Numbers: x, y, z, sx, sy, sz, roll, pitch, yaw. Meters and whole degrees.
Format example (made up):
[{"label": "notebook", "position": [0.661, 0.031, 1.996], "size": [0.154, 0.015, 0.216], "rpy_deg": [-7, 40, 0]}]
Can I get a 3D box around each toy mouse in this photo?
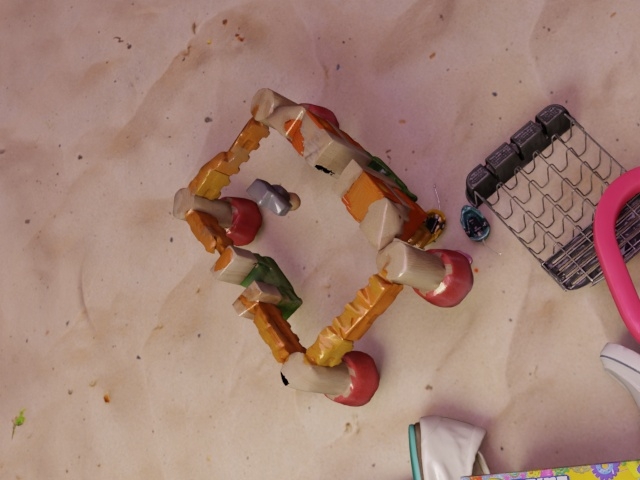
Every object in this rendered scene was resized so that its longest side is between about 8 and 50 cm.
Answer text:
[{"label": "toy mouse", "position": [0.219, 0.004, 1.403], "size": [0.143, 0.031, 0.161], "rpy_deg": [16, 79, 27]}]

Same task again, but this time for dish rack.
[{"label": "dish rack", "position": [0.364, -0.061, 1.346], "size": [0.208, 0.074, 0.271], "rpy_deg": [-42, 63, 6]}]

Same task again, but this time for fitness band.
[{"label": "fitness band", "position": [0.485, 0.025, 1.199], "size": [0.209, 0.054, 0.290], "rpy_deg": [-18, 64, 11]}]

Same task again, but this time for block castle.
[{"label": "block castle", "position": [0.000, 0.000, 1.398], "size": [0.303, 0.213, 0.453], "rpy_deg": [-50, 54, 16]}]

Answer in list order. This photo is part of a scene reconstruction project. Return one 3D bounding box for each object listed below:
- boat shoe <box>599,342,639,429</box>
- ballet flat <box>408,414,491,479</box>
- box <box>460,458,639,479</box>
[{"label": "boat shoe", "position": [0.464, 0.237, 1.183], "size": [0.258, 0.095, 0.084], "rpy_deg": [40, 86, 30]}, {"label": "ballet flat", "position": [0.194, 0.436, 1.220], "size": [0.139, 0.139, 0.400], "rpy_deg": [-9, 68, 20]}, {"label": "box", "position": [0.348, 0.413, 1.084], "size": [0.290, 0.177, 0.279], "rpy_deg": [-15, 69, 32]}]
